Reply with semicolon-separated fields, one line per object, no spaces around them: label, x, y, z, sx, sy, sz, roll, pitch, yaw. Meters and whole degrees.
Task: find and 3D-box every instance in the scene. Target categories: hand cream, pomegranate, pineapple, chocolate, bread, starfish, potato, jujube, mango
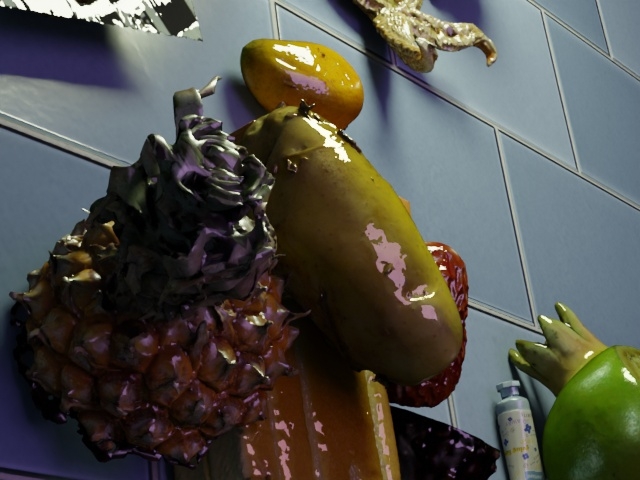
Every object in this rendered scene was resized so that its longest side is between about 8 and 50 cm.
hand cream;0.251;0.262;1.646;0.065;0.043;0.170;9;66;-44
pomegranate;0.377;0.258;1.688;0.358;0.216;0.310;41;16;23
pineapple;-0.106;0.013;1.042;0.262;0.271;0.262;9;55;-14
chocolate;0.101;0.259;1.397;0.156;0.156;0.133;33;72;-38
bread;-0.035;0.171;1.254;0.239;0.111;0.246;24;49;-45
starfish;0.109;-0.333;1.792;0.375;0.094;0.327;21;42;-37
potato;0.020;0.004;1.238;0.300;0.140;0.173;57;-2;10
jujube;0.103;0.088;1.383;0.109;0.112;0.176;8;85;-29
mango;-0.018;-0.177;1.526;0.165;0.089;0.115;5;63;-49

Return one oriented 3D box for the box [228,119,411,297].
box;0.000;0.000;1.447;0.274;0.076;0.174;25;52;-44

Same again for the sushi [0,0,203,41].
sushi;-0.267;-0.335;1.319;0.294;0.059;0.292;-2;71;-54
